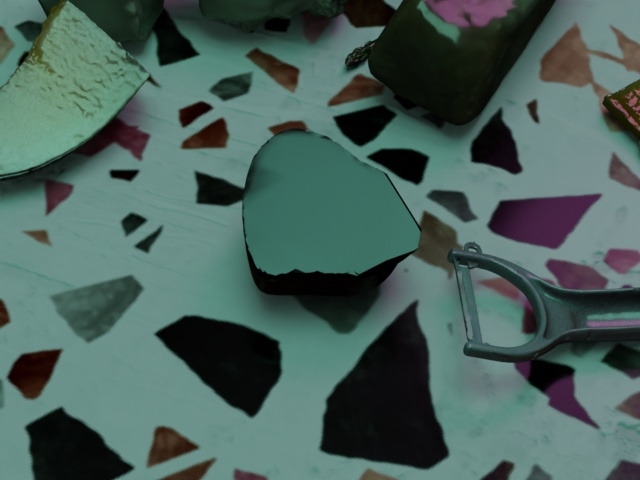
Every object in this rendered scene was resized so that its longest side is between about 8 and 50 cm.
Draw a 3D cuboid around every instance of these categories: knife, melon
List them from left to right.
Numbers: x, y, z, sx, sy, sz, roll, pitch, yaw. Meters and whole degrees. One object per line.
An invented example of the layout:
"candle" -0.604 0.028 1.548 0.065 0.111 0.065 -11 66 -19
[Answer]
"melon" -0.230 -0.102 1.495 0.098 0.054 0.182 39 75 -10
"knife" 0.240 0.043 1.395 0.278 0.053 0.123 -2 47 -3

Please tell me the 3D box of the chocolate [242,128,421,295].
"chocolate" 0.000 0.000 1.414 0.149 0.080 0.125 33 70 15

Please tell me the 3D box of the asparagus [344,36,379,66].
"asparagus" 0.064 -0.179 1.592 0.114 0.015 0.014 -31 92 -20

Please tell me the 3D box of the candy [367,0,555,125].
"candy" 0.139 -0.207 1.553 0.104 0.102 0.234 32 55 6

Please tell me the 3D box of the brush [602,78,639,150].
"brush" 0.362 -0.022 1.469 0.085 0.020 0.336 -28 58 -21

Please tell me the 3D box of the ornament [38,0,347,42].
"ornament" -0.113 -0.243 1.571 0.285 0.130 0.120 -5 46 -4
